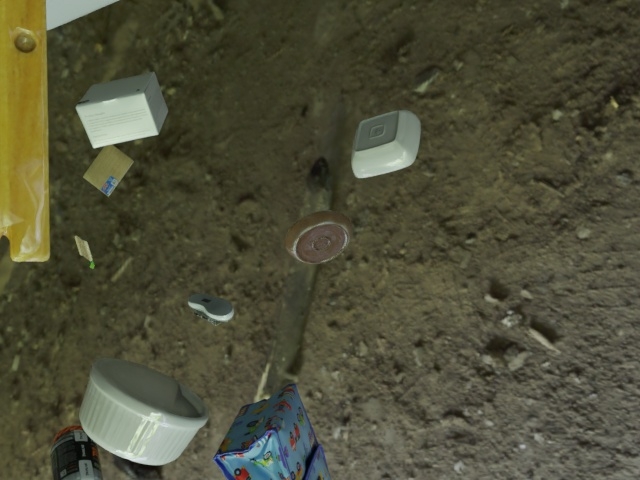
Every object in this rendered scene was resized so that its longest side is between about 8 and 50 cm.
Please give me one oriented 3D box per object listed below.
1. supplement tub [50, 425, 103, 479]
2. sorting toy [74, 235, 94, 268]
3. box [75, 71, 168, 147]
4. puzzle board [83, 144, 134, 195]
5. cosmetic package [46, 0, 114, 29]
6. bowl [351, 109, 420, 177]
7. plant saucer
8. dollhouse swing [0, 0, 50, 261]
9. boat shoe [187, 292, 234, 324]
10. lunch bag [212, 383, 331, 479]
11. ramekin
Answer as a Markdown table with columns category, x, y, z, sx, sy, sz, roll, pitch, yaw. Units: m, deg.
| category | x | y | z | sx | sy | sz | roll | pitch | yaw |
| --- | --- | --- | --- | --- | --- | --- | --- | --- | --- |
| supplement tub | -0.617 | 0.569 | 1.644 | 0.117 | 0.116 | 0.190 | -57 | 39 | 19 |
| sorting toy | -0.595 | 0.030 | 1.650 | 0.062 | 0.012 | 0.083 | 19 | 126 | 43 |
| box | -0.513 | -0.344 | 1.703 | 0.182 | 0.180 | 0.119 | -96 | -6 | -58 |
| puzzle board | -0.612 | -0.206 | 1.880 | 0.128 | 0.096 | 0.011 | -53 | -3 | 4 |
| cosmetic package | -0.561 | -0.610 | 1.173 | 0.327 | 0.394 | 0.329 | -15 | 16 | 15 |
| bowl | 0.123 | -0.201 | 1.290 | 0.141 | 0.053 | 0.142 | -11 | 48 | 29 |
| plant saucer | 0.000 | 0.000 | 1.540 | 0.168 | 0.168 | 0.029 | -50 | 40 | 27 |
| dollhouse swing | -0.420 | -0.136 | 0.554 | 0.305 | 0.346 | 0.316 | -164 | 74 | -66 |
| boat shoe | -0.344 | 0.230 | 2.067 | 0.228 | 0.080 | 0.076 | 10 | 124 | 45 |
| lunch bag | -0.057 | 0.464 | 1.249 | 0.138 | 0.293 | 0.221 | -27 | 5 | 10 |
| ramekin | -0.386 | 0.371 | 1.399 | 0.272 | 0.272 | 0.127 | 24 | 87 | 54 |
